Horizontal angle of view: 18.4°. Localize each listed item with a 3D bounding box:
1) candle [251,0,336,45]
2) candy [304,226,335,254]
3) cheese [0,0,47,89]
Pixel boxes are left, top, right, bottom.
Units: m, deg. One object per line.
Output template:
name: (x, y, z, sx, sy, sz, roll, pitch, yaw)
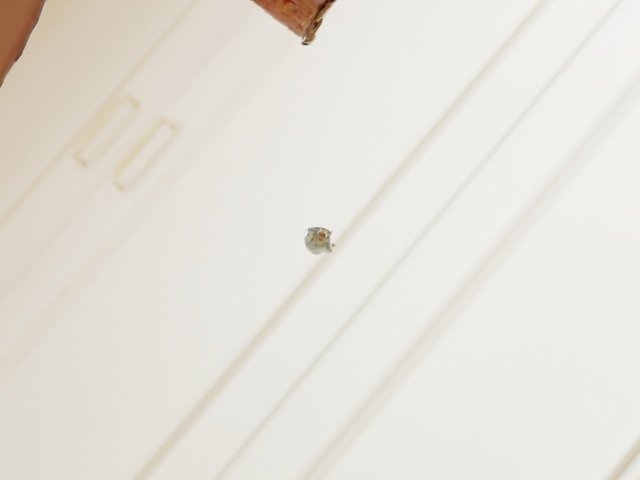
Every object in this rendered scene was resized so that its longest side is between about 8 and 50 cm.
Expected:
candle: (-0.055, -0.166, 0.998, 0.162, 0.048, 0.053, 38, -165, -3)
candy: (0.000, 0.001, 1.666, 0.030, 0.020, 0.083, 7, 173, -4)
cheese: (-0.134, -0.086, 0.496, 0.128, 0.177, 0.203, -11, 102, 36)
